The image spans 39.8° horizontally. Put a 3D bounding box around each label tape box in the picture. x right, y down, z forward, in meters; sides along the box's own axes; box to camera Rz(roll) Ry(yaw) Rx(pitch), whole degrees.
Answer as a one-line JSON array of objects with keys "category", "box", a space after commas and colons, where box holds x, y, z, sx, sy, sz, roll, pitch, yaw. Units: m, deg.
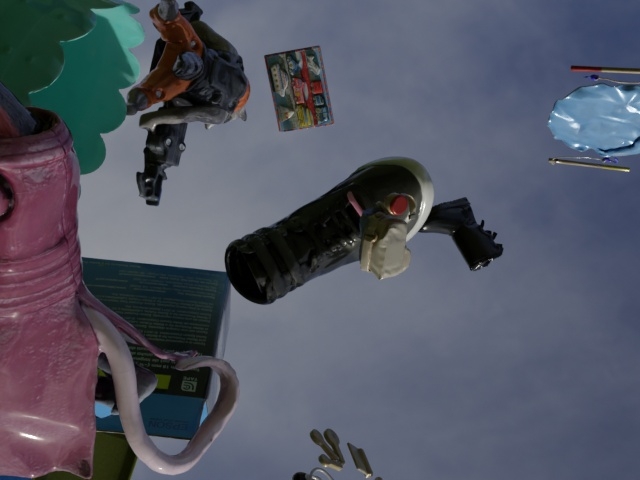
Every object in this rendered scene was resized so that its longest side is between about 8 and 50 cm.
[{"category": "label tape box", "box": [-0.258, 0.166, 1.180, 0.240, 0.106, 0.334, 6, -145, -1]}]

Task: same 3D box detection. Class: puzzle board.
[{"category": "puzzle board", "box": [-0.035, -0.243, 1.427, 0.096, 0.011, 0.128, -6, -75, 19]}]

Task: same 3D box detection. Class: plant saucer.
[{"category": "plant saucer", "box": [-0.475, 0.456, 1.800, 0.045, 0.188, 0.188, -162, -89, -84]}]

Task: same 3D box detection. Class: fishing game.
[{"category": "fishing game", "box": [0.456, -0.195, 1.394, 0.189, 0.264, 0.041, 5, -118, 13]}]

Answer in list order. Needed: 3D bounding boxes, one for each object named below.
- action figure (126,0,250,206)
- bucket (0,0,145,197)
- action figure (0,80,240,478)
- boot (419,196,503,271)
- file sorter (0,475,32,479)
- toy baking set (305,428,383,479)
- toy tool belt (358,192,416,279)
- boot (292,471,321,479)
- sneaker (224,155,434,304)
[{"category": "action figure", "box": [-0.209, -0.216, 1.371, 0.178, 0.330, 0.341, 10, -87, 21]}, {"category": "bucket", "box": [-0.332, -0.162, 0.942, 0.183, 0.281, 0.281, 25, -101, 1]}, {"category": "action figure", "box": [-0.219, 0.024, 0.627, 0.275, 0.370, 0.248, 15, -144, 13]}, {"category": "boot", "box": [0.188, -0.003, 1.205, 0.045, 0.121, 0.099, -45, -110, 46]}, {"category": "file sorter", "box": [-0.363, 0.207, 0.797, 0.104, 0.170, 0.118, -35, -121, 10]}, {"category": "toy baking set", "box": [0.046, 0.430, 1.535, 0.030, 0.197, 0.256, -43, -162, 17]}, {"category": "toy tool belt", "box": [0.054, -0.009, 0.818, 0.051, 0.052, 0.083, 28, -59, 48]}, {"category": "boot", "box": [-0.019, 0.480, 1.650, 0.095, 0.123, 0.258, -26, -166, -20]}, {"category": "sneaker", "box": [0.000, 0.000, 1.033, 0.295, 0.147, 0.105, -28, -87, 46]}]
